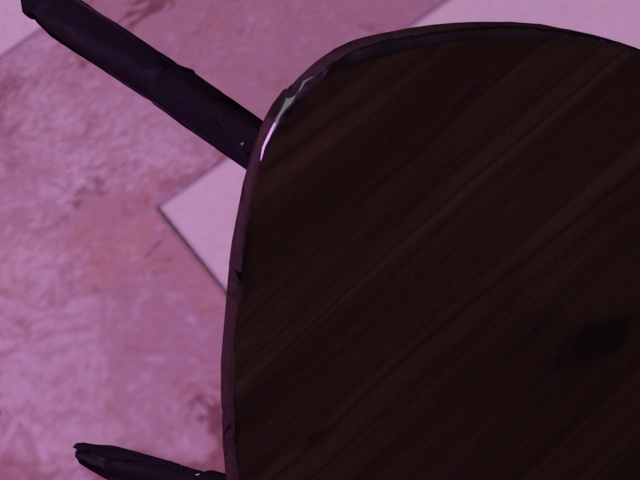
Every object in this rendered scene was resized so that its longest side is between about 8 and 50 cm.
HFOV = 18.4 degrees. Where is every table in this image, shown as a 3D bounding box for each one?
[{"bbox_3d":[0.000,0.000,0.862,0.317,0.317,0.249,-46,40,-14],"label":"table"}]
